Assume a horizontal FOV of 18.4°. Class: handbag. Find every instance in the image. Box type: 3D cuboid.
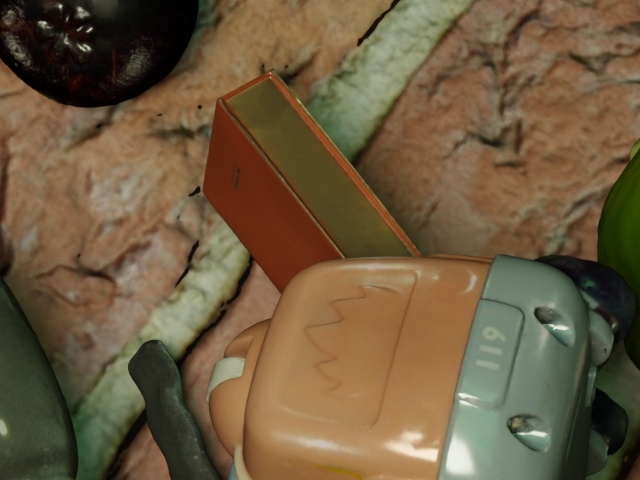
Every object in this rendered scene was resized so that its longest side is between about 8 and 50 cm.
[{"bbox_3d":[0.000,0.000,1.258,0.063,0.127,0.190,-32,73,-22],"label":"handbag"}]

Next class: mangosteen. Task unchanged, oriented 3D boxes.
[{"bbox_3d":[-0.151,-0.166,1.319,0.152,0.152,0.152,3,63,-6],"label":"mangosteen"}]

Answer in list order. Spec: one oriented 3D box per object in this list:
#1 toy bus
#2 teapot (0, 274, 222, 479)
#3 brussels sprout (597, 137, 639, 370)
[{"bbox_3d":[0.052,0.128,1.124,0.232,0.287,0.194,9,58,10],"label":"toy bus"},{"bbox_3d":[-0.199,0.158,1.129,0.223,0.305,0.285,-44,71,10],"label":"teapot"},{"bbox_3d":[0.364,-0.031,1.246,0.371,0.315,0.276,-43,99,-30],"label":"brussels sprout"}]
